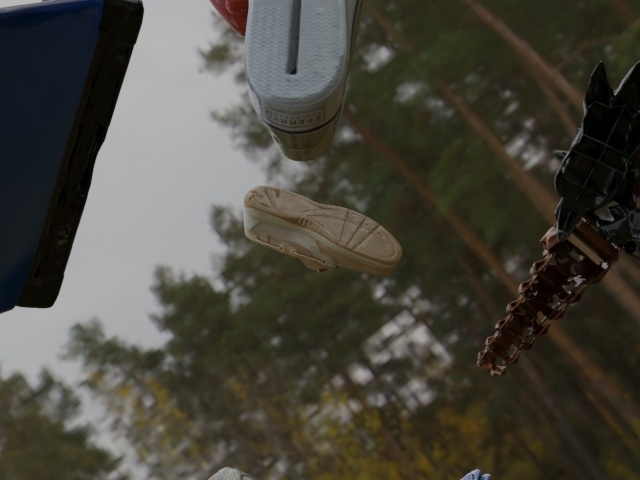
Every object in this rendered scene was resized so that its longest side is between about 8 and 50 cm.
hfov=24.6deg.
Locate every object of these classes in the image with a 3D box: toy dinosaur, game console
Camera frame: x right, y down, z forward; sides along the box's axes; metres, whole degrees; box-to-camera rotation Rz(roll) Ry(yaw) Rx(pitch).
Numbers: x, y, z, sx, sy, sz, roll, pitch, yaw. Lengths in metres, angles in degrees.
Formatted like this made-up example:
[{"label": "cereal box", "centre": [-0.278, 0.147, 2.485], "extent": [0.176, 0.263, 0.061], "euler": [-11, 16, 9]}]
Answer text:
[{"label": "toy dinosaur", "centre": [0.232, -0.034, 0.997], "extent": [0.218, 0.164, 0.321], "euler": [-56, -15, -81]}, {"label": "game console", "centre": [-0.267, -0.092, 1.171], "extent": [0.173, 0.250, 0.293], "euler": [6, -59, -30]}]

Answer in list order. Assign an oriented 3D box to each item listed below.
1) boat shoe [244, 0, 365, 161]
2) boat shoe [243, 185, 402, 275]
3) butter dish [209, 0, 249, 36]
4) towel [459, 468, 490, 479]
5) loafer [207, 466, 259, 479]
[{"label": "boat shoe", "centre": [-0.013, -0.203, 1.142], "extent": [0.094, 0.109, 0.302], "euler": [94, -175, -62]}, {"label": "boat shoe", "centre": [0.000, 0.000, 1.471], "extent": [0.063, 0.170, 0.059], "euler": [-49, -23, -49]}, {"label": "butter dish", "centre": [-0.095, -0.347, 2.021], "extent": [0.160, 0.160, 0.118], "euler": [-29, 19, 36]}, {"label": "towel", "centre": [0.106, 0.415, 1.800], "extent": [0.209, 0.034, 0.285], "euler": [-42, 10, 34]}, {"label": "loafer", "centre": [-0.078, 0.381, 1.544], "extent": [0.112, 0.111, 0.319], "euler": [-44, 29, 34]}]
